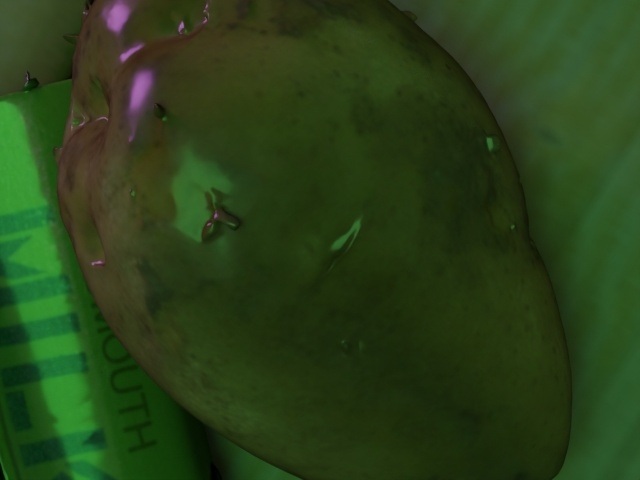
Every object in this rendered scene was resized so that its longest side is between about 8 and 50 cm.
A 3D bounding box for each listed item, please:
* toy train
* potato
[{"bbox_3d":[-0.121,0.050,0.636,0.157,0.105,0.253,-13,95,3],"label":"toy train"},{"bbox_3d":[-0.004,0.003,0.566,0.161,0.128,0.234,-19,98,-2],"label":"potato"}]
